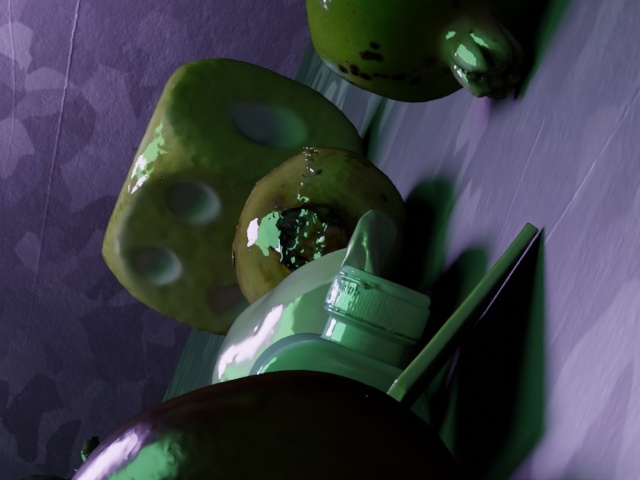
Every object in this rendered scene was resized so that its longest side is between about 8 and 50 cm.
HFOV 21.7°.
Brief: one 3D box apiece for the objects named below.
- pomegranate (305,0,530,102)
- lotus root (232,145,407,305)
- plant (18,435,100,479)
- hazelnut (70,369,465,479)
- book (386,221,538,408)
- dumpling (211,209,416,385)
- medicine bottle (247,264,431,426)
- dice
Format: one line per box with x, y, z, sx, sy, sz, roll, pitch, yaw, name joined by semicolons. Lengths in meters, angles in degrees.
0.084;-0.178;1.266;0.209;0.180;0.180;56;130;45;pomegranate
0.000;0.000;1.404;0.284;0.146;0.160;-7;-81;-89;lotus root
-0.175;0.284;1.407;0.312;0.215;0.213;-60;-3;-28;plant
-0.034;0.166;0.847;0.229;0.229;0.229;-159;90;-83;hazelnut
0.065;0.070;0.981;0.172;0.012;0.118;-45;-11;-44;book
-0.005;0.092;1.201;0.162;0.132;0.250;-83;19;-82;dumpling
0.002;0.131;1.078;0.083;0.121;0.228;-154;86;-84;medicine bottle
-0.100;-0.047;1.890;0.227;0.238;0.233;-77;10;-54;dice
